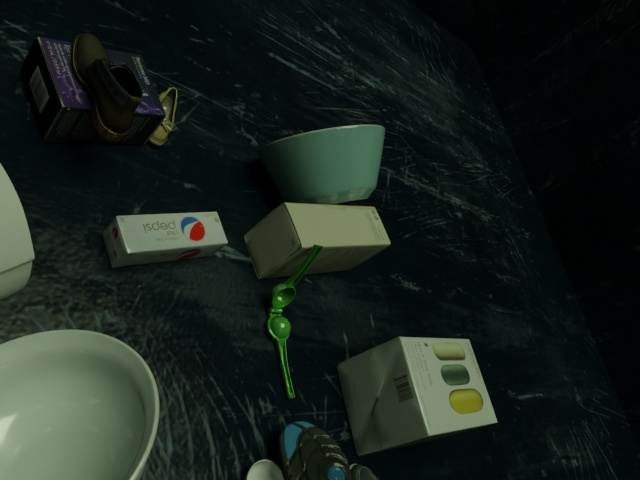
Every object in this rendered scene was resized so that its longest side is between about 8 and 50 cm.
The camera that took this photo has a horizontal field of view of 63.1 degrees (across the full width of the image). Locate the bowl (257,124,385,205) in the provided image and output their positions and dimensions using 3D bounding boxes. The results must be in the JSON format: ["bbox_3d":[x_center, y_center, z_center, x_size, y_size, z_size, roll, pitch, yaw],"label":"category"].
[{"bbox_3d":[0.016,-0.164,1.262,0.312,0.312,0.163,-13,92,-50],"label":"bowl"}]

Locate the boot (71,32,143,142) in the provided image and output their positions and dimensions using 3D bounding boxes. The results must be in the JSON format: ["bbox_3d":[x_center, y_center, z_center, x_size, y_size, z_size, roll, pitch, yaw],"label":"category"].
[{"bbox_3d":[-0.357,-0.288,0.893,0.082,0.106,0.219,-7,70,-49],"label":"boot"}]

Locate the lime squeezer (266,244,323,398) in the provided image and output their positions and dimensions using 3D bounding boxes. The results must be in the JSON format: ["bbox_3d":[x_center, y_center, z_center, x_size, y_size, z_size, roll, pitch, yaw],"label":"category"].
[{"bbox_3d":[-0.062,0.157,1.074,0.059,0.110,0.310,14,86,-61],"label":"lime squeezer"}]

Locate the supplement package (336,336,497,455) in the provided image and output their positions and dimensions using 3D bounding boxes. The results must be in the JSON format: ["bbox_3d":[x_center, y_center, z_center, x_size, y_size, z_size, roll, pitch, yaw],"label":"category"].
[{"bbox_3d":[0.212,0.338,1.152,0.263,0.198,0.199,11,55,-42],"label":"supplement package"}]

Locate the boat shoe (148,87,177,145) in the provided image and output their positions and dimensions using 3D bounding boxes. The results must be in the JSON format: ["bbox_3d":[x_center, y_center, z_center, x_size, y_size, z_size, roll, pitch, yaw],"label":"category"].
[{"bbox_3d":[-0.339,-0.269,1.123,0.056,0.048,0.153,31,44,-29],"label":"boat shoe"}]

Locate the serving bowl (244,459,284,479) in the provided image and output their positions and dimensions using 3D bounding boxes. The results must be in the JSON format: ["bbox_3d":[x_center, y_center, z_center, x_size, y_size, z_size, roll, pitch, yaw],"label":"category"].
[{"bbox_3d":[-0.100,0.424,0.897,0.083,0.027,0.083,27,46,-32],"label":"serving bowl"}]

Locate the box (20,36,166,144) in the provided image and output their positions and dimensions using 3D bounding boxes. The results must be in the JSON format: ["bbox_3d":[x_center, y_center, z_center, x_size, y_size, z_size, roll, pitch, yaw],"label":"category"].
[{"bbox_3d":[-0.426,-0.275,0.988,0.207,0.108,0.153,-12,72,-50],"label":"box"}]

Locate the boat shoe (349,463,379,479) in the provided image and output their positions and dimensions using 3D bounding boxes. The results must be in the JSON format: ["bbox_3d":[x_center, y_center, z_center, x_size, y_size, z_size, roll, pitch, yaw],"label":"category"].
[{"bbox_3d":[0.139,0.549,1.021,0.095,0.079,0.254,-23,81,-51],"label":"boat shoe"}]

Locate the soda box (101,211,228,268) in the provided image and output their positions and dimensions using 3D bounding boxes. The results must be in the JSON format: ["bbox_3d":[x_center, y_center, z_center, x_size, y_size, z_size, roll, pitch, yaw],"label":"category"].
[{"bbox_3d":[-0.285,-0.004,0.975,0.216,0.069,0.073,-7,70,-48],"label":"soda box"}]

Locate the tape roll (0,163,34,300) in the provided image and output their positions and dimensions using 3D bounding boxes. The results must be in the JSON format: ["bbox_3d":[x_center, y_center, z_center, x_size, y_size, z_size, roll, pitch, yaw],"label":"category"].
[{"bbox_3d":[-0.494,-0.011,0.615,0.246,0.246,0.169,57,38,1],"label":"tape roll"}]

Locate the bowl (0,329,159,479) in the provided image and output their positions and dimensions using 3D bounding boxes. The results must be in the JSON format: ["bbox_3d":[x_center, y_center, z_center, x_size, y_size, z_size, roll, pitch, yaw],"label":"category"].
[{"bbox_3d":[-0.335,0.262,0.631,0.298,0.134,0.297,0,42,0],"label":"bowl"}]

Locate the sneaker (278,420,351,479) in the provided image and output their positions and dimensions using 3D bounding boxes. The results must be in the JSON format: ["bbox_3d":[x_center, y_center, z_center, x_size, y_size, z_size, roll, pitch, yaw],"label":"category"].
[{"bbox_3d":[0.008,0.486,0.900,0.125,0.139,0.340,-8,55,-38],"label":"sneaker"}]

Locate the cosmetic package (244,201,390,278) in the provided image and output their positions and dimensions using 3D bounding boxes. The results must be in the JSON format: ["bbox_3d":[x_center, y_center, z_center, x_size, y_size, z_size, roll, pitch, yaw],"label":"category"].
[{"bbox_3d":[0.000,0.000,1.205,0.309,0.160,0.113,0,62,-48],"label":"cosmetic package"}]
